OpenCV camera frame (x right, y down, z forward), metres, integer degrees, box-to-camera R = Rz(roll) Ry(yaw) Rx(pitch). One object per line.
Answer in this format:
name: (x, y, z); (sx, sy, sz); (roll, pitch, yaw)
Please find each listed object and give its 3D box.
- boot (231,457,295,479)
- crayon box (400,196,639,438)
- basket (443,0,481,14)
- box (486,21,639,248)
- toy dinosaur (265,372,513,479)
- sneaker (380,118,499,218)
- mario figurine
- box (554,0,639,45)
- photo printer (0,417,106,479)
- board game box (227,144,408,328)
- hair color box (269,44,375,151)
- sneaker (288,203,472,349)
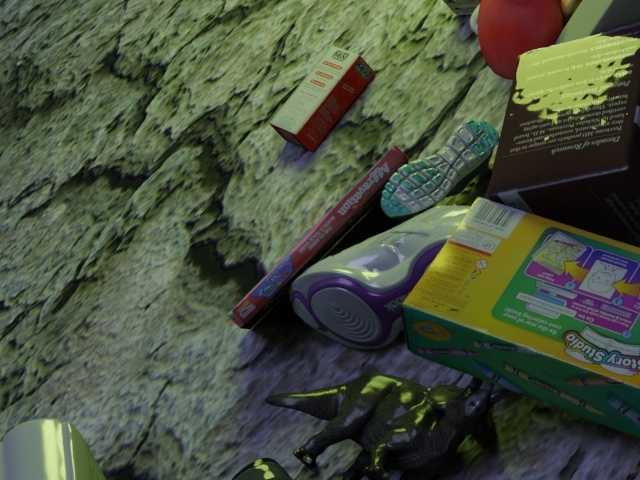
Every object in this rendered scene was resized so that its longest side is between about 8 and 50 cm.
boot: (-0.081, 0.372, 1.678); (0.223, 0.118, 0.338); (12, 39, 40)
crayon box: (0.241, 0.074, 1.639); (0.278, 0.081, 0.165); (19, 54, 27)
basket: (0.220, -0.386, 2.173); (0.113, 0.103, 0.167); (5, 59, 45)
box: (0.302, -0.092, 1.765); (0.167, 0.168, 0.203); (-11, 49, 35)
toy dinosaur: (0.074, 0.202, 1.771); (0.313, 0.121, 0.160); (5, 46, 50)
sneaker: (0.144, -0.070, 1.956); (0.166, 0.076, 0.065); (-34, 64, -14)
mario figurine: (0.310, -0.303, 2.033); (0.320, 0.170, 0.198); (-50, 0, -25)
box: (0.348, -0.242, 1.796); (0.275, 0.113, 0.094); (116, 170, -57)
photo printer: (-0.262, 0.381, 1.778); (0.107, 0.256, 0.307); (-18, 41, 1)
board game box: (0.000, 0.000, 2.004); (0.281, 0.027, 0.145); (-45, -5, -1)
hair color box: (0.002, -0.192, 2.239); (0.141, 0.043, 0.072); (-52, 38, -8)
sneaker: (0.103, 0.036, 1.908); (0.305, 0.114, 0.152); (-16, 22, 35)
